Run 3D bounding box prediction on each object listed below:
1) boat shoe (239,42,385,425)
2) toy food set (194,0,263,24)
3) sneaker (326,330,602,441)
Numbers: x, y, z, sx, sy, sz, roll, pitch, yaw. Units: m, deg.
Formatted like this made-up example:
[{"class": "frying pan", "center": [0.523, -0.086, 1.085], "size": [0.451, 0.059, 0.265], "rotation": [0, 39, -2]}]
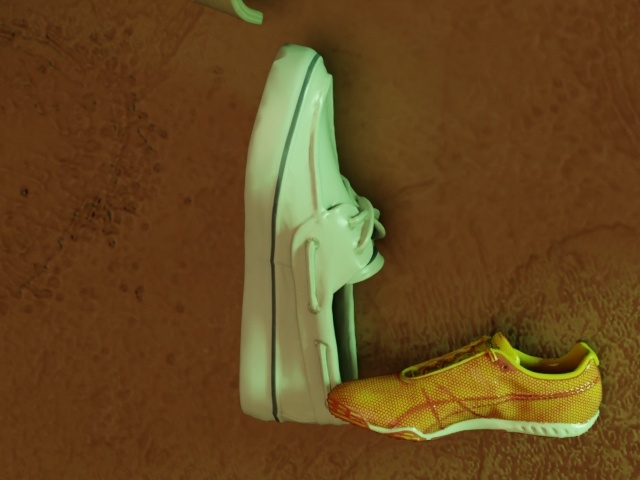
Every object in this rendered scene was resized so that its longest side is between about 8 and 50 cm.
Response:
[{"class": "boat shoe", "center": [0.000, 0.000, 1.265], "size": [0.084, 0.095, 0.258], "rotation": [8, 120, 11]}, {"class": "toy food set", "center": [-0.098, -0.305, 1.205], "size": [0.220, 0.092, 0.306], "rotation": [23, 111, 22]}, {"class": "sneaker", "center": [0.090, 0.089, 1.260], "size": [0.175, 0.064, 0.067], "rotation": [-3, 106, -8]}]
